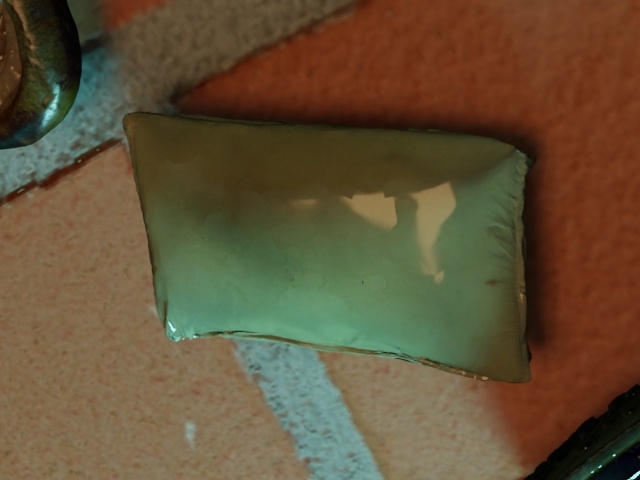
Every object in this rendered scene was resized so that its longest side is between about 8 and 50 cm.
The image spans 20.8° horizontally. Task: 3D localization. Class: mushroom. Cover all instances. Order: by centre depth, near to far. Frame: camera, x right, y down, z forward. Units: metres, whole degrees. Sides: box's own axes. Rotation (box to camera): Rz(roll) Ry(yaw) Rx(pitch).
[{"bbox_3d":[-0.163,-0.104,0.848,0.123,0.052,0.123,13,113,31],"label":"mushroom"}]

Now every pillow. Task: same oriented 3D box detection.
[{"bbox_3d":[0.000,0.000,0.797,0.208,0.053,0.119,5,118,27],"label":"pillow"}]

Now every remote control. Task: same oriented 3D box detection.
[{"bbox_3d":[0.138,0.085,0.739,0.042,0.072,0.222,48,130,4],"label":"remote control"}]
